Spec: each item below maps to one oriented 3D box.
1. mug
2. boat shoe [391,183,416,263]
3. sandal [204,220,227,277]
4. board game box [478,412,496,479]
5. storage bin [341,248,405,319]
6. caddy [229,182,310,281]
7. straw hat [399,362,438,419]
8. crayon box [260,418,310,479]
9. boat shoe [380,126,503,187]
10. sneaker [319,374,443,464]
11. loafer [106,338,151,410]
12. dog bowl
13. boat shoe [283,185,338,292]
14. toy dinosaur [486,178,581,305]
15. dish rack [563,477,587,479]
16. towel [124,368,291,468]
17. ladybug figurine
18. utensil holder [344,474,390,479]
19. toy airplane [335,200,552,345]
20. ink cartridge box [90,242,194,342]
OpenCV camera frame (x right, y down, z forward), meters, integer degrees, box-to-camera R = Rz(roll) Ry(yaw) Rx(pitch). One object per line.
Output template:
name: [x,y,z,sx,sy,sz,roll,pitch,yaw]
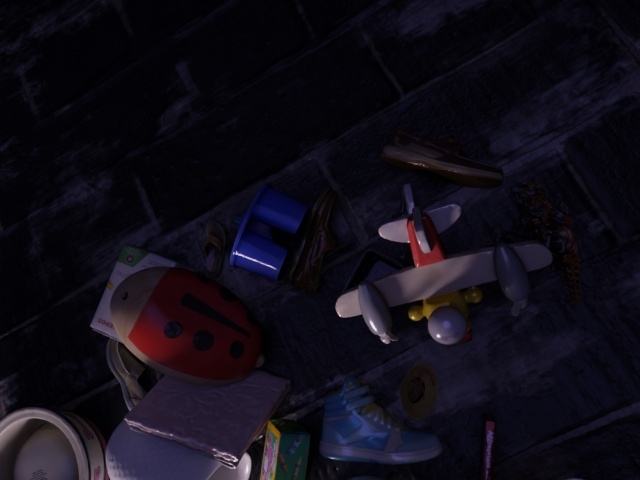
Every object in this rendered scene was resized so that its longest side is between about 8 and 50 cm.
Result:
mug: [-0.371,0.573,1.402,0.328,0.276,0.374,23,56,26]
boat shoe: [0.233,-0.043,1.434,0.076,0.080,0.228,-8,85,13]
sandal: [-0.331,0.025,1.590,0.072,0.049,0.180,-1,79,16]
board game box: [0.393,0.565,1.228,0.027,0.145,0.281,4,81,14]
storage bin: [0.146,0.128,1.417,0.122,0.084,0.180,28,87,19]
caddy: [-0.151,-0.022,1.411,0.179,0.341,0.241,23,86,1]
straw hat: [0.239,0.388,1.346,0.061,0.145,0.144,-8,73,53]
crayon box: [-0.101,0.621,1.338,0.081,0.165,0.278,10,80,-15]
boat shoe: [0.340,-0.238,1.419,0.342,0.123,0.123,19,86,25]
sneaker: [0.148,0.454,1.331,0.319,0.127,0.208,-4,79,14]
loafer: [-0.566,0.399,1.568,0.088,0.094,0.251,-28,82,3]
dog bowl: [-0.816,0.696,1.543,0.409,0.150,0.407,-3,78,14]
boat shoe: [0.000,0.000,1.480,0.105,0.111,0.307,22,94,9]
toy dinosaur: [0.560,0.001,1.299,0.219,0.164,0.321,-21,52,-5]
dish rack: [0.457,0.623,0.884,0.286,0.072,0.332,-38,69,6]
towel: [-0.289,0.433,1.382,0.332,0.317,0.053,12,117,17]
ladybug figurine: [-0.342,0.218,1.405,0.450,0.162,0.305,28,47,-11]
utensil holder: [0.080,0.742,1.155,0.328,0.385,0.327,-3,78,16]
toy airplane: [0.277,0.106,1.197,0.385,0.386,0.272,18,40,-16]
ink cartridge box: [-0.544,0.173,1.585,0.202,0.117,0.278,18,84,18]
